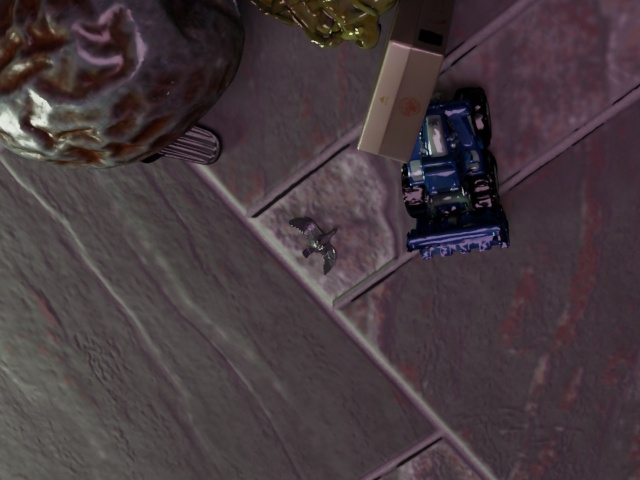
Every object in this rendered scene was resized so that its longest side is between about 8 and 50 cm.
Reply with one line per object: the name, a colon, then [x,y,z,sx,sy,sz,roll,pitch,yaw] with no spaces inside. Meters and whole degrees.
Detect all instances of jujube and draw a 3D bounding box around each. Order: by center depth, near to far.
jujube: [-0.244,-0.197,1.369,0.308,0.215,0.246,-30,108,38]

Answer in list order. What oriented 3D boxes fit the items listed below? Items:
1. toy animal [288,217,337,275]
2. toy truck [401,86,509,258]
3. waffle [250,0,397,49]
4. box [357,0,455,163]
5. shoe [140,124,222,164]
toy animal: [0.000,0.001,1.549,0.050,0.028,0.084,-23,111,27]
toy truck: [0.147,-0.062,1.443,0.113,0.126,0.208,-9,115,13]
waffle: [-0.058,-0.326,1.269,0.317,0.073,0.297,25,151,21]
box: [0.094,-0.193,1.333,0.058,0.201,0.141,17,130,0]
shoe: [-0.197,-0.119,1.509,0.159,0.053,0.062,12,121,0]
